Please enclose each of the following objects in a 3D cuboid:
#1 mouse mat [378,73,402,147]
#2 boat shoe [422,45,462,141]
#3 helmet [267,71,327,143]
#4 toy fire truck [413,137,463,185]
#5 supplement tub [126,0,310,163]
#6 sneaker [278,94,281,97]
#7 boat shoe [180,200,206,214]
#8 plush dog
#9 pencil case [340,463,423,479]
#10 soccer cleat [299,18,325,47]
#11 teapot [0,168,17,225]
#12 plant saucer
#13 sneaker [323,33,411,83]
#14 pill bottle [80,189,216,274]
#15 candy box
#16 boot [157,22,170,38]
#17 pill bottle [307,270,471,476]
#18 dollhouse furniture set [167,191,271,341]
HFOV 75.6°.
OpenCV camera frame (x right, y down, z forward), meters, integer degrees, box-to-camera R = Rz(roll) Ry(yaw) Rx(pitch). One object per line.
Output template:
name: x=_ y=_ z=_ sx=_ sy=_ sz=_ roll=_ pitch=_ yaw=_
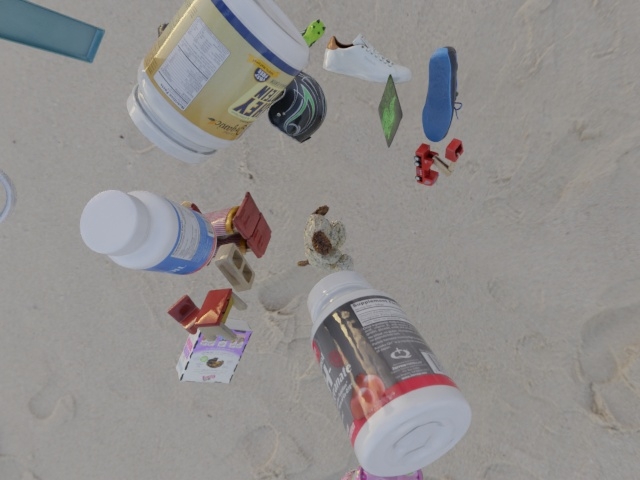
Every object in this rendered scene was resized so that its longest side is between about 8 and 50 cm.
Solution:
mouse mat: x=0.214 y=-0.396 z=1.278 sx=0.007 sy=0.189 sz=0.152 roll=-10 pitch=73 yaw=-6
boat shoe: x=0.354 y=-0.404 z=1.155 sx=0.109 sy=0.089 sz=0.258 roll=29 pitch=139 yaw=28
helmet: x=-0.063 y=-0.364 z=1.106 sx=0.169 sy=0.169 sz=0.161 roll=38 pitch=102 yaw=13
toy fire truck: x=0.349 y=-0.228 z=1.228 sx=0.135 sy=0.192 sz=0.047 roll=27 pitch=66 yaw=30
supplement tub: x=-0.200 y=-0.323 z=0.797 sx=0.316 sy=0.228 sz=0.228 roll=-39 pitch=80 yaw=24
sneaker: x=-0.126 y=-0.458 z=1.262 sx=0.077 sy=0.178 sz=0.072 roll=34 pitch=106 yaw=0
boat shoe: x=-0.390 y=-0.029 z=1.461 sx=0.277 sy=0.096 sz=0.098 roll=48 pitch=111 yaw=7
plush dog: x=0.000 y=0.000 z=1.511 sx=0.211 sy=0.225 sz=0.262 roll=-11 pitch=45 yaw=2
pencil case: x=0.097 y=0.475 z=0.776 sx=0.124 sy=0.284 sz=0.124 roll=5 pitch=52 yaw=-6
soccer cleat: x=-0.056 y=-0.562 z=1.175 sx=0.179 sy=0.072 sz=0.060 roll=-45 pitch=108 yaw=-20
teapot: x=-0.667 y=-0.095 z=0.634 sx=0.256 sy=0.253 sz=0.186 roll=9 pitch=101 yaw=30
plant saucer: x=-0.434 y=-0.335 z=0.654 sx=0.018 sy=0.192 sz=0.067 roll=38 pitch=109 yaw=7
sneaker: x=0.156 y=-0.579 z=1.310 sx=0.290 sy=0.106 sz=0.123 roll=13 pitch=125 yaw=2
pill bottle: x=-0.272 y=-0.011 z=0.674 sx=0.124 sy=0.221 sz=0.124 roll=-2 pitch=81 yaw=12
candy box: x=-0.326 y=0.335 z=1.262 sx=0.070 sy=0.165 sz=0.196 roll=40 pitch=108 yaw=52
boot: x=-0.432 y=-0.643 z=1.544 sx=0.348 sy=0.131 sz=0.260 roll=-5 pitch=82 yaw=-22
pill bottle: x=0.086 y=0.194 z=0.688 sx=0.176 sy=0.176 sz=0.318 roll=-46 pitch=37 yaw=12
dollhouse furniture set: x=-0.279 y=0.060 z=1.041 sx=0.201 sy=0.374 sz=0.152 roll=-10 pitch=131 yaw=21
